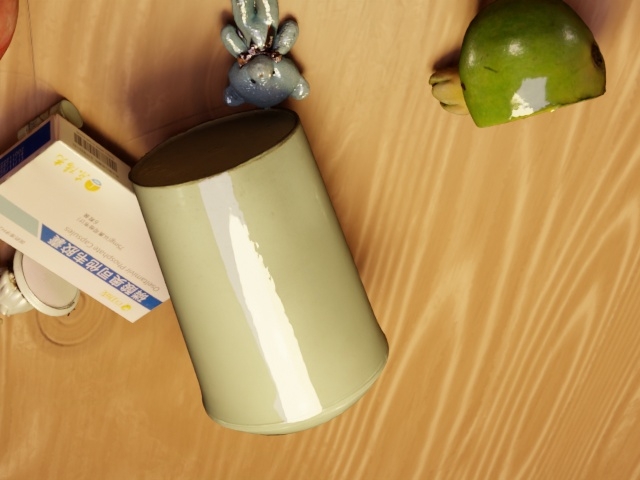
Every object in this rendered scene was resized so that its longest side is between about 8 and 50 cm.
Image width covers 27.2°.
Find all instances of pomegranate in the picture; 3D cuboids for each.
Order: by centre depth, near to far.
[{"bbox_3d":[0.260,-0.240,1.741,0.190,0.241,0.159,-18,94,-14],"label":"pomegranate"}]

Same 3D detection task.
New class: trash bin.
[{"bbox_3d":[-0.079,0.060,1.841,0.280,0.280,0.432,-14,113,10],"label":"trash bin"}]

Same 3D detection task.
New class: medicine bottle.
[{"bbox_3d":[-0.378,-0.157,1.849,0.083,0.047,0.047,-30,123,21],"label":"medicine bottle"}]

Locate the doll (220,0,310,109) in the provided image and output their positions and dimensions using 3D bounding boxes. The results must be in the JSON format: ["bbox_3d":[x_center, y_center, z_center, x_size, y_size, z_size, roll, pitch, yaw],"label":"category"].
[{"bbox_3d":[-0.079,-0.253,1.759,0.120,0.075,0.180,-6,129,-1],"label":"doll"}]

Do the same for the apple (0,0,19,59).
[{"bbox_3d":[-0.536,-0.319,1.592,0.344,0.269,0.345,-3,149,-2],"label":"apple"}]

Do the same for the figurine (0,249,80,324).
[{"bbox_3d":[-0.455,0.076,1.999,0.153,0.132,0.132,-24,126,32],"label":"figurine"}]

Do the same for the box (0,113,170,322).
[{"bbox_3d":[-0.323,-0.023,1.914,0.200,0.065,0.343,-33,132,23],"label":"box"}]
